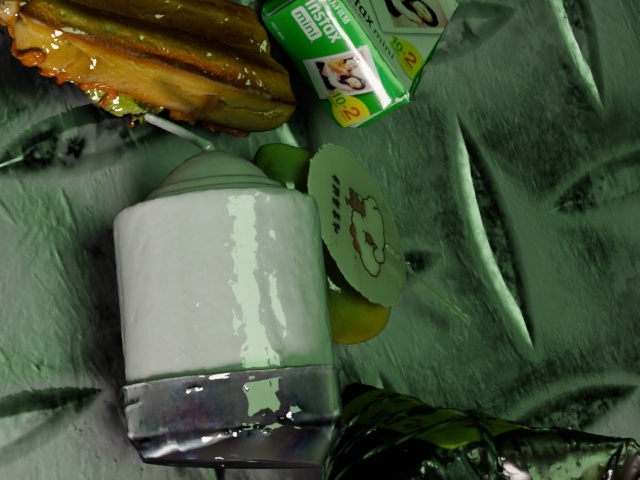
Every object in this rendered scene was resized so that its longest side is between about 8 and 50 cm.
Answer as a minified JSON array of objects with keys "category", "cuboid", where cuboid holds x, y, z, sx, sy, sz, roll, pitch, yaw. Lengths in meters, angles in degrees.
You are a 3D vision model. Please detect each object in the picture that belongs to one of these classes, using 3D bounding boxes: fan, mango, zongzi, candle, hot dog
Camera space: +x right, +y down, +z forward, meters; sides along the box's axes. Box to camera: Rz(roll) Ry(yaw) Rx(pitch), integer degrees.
[{"category":"fan","cuboid":[0.083,0.015,1.861,0.329,0.009,0.191,41,35,-40]},{"category":"mango","cuboid":[0.005,0.000,1.844,0.137,0.091,0.237,-20,94,-50]},{"category":"zongzi","cuboid":[0.074,0.281,1.673,0.362,0.383,0.319,-6,79,-36]},{"category":"candle","cuboid":[-0.094,0.057,1.678,0.221,0.221,0.342,3,78,-37]},{"category":"hot dog","cuboid":[-0.179,-0.191,1.727,0.349,0.117,0.158,10,47,-43]}]

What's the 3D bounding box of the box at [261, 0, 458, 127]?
[{"category":"box","cuboid":[0.047,-0.253,1.878,0.180,0.103,0.250,52,33,-18]}]
